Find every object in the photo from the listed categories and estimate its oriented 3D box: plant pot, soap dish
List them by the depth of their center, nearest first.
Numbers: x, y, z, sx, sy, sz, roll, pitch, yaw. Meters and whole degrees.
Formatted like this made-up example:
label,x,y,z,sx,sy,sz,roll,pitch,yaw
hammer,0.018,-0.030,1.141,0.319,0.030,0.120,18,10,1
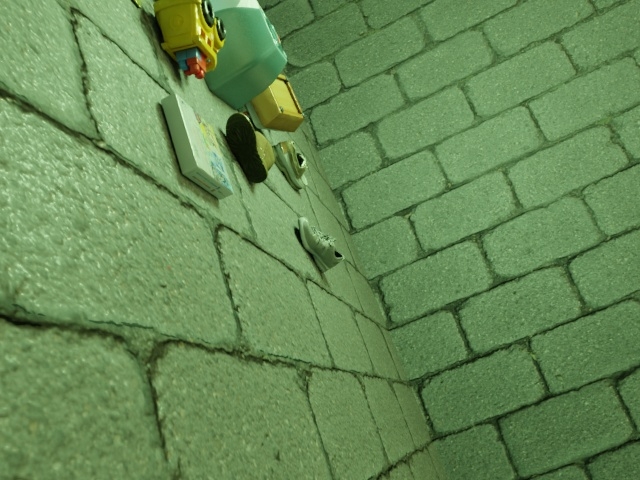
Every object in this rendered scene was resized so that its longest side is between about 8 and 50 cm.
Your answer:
label,x,y,z,sx,sy,sz,roll,pitch,yaw
plant pot,-0.261,-0.631,1.821,0.248,0.252,0.247,66,10,6
soap dish,-0.182,-0.535,2.075,0.229,0.118,0.291,66,21,2

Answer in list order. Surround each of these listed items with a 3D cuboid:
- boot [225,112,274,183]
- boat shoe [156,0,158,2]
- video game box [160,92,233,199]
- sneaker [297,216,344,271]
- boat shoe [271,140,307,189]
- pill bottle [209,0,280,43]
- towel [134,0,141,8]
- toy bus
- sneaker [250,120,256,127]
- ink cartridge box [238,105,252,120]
label,x,y,z,sx,sy,sz,roll,pitch,yaw
boot,-0.225,-0.317,1.778,0.269,0.089,0.236,-88,163,-68
boat shoe,-0.428,-0.712,1.613,0.096,0.098,0.277,-103,173,-57
video game box,-0.289,-0.218,1.290,0.205,0.048,0.187,70,12,20
sneaker,0.000,0.000,2.092,0.281,0.115,0.105,56,14,-43
boat shoe,-0.107,-0.314,2.308,0.302,0.103,0.113,48,20,-61
pill bottle,-0.319,-0.872,2.217,0.210,0.210,0.363,69,11,19
towel,-0.480,-0.629,1.370,0.083,0.009,0.060,49,20,-57
toy bus,-0.348,-0.537,1.509,0.220,0.149,0.211,34,46,-76
sneaker,-0.273,-0.513,2.076,0.089,0.051,0.170,33,34,-63
ink cartridge box,-0.275,-0.467,2.004,0.115,0.029,0.063,66,9,6
